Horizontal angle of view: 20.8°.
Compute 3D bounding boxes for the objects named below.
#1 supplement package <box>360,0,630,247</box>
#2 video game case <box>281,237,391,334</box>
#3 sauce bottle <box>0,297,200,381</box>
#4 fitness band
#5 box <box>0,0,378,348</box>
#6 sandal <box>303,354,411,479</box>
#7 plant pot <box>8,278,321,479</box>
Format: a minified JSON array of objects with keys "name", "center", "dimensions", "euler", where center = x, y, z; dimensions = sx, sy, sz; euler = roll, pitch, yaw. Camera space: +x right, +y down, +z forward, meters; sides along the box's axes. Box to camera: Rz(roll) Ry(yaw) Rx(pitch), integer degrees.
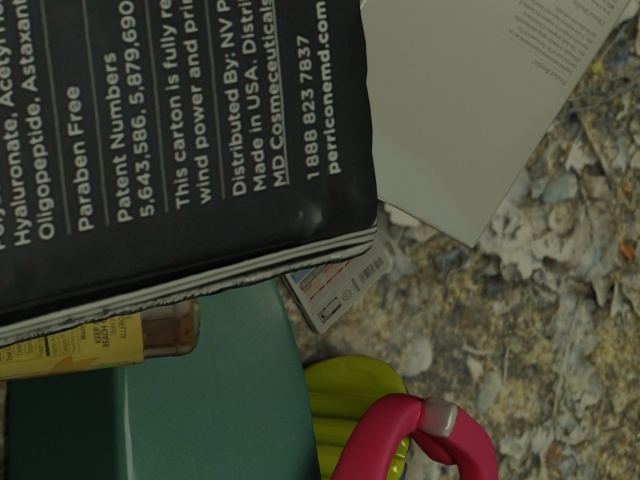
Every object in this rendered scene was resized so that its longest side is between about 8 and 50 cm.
[{"name":"supplement package","center":[0.061,-0.176,1.209],"dimensions":[0.199,0.198,0.263],"euler":[27,99,-38]},{"name":"video game case","center":[0.000,0.000,1.353],"dimensions":[0.087,0.011,0.122],"euler":[-43,121,-24]},{"name":"sauce bottle","center":[-0.246,0.035,1.030],"dimensions":[0.344,0.111,0.111],"euler":[-6,103,-7]},{"name":"fitness band","center":[0.063,0.223,1.253],"dimensions":[0.291,0.054,0.209],"euler":[47,59,-64]},{"name":"box","center":[-0.309,-0.110,0.790],"dimensions":[0.471,0.480,0.297],"euler":[-16,106,-36]},{"name":"sandal","center":[-0.012,0.239,1.334],"dimensions":[0.138,0.126,0.317],"euler":[70,40,-68]},{"name":"plant pot","center":[-0.114,0.100,1.190],"dimensions":[0.165,0.165,0.234],"euler":[-6,92,-38]}]
